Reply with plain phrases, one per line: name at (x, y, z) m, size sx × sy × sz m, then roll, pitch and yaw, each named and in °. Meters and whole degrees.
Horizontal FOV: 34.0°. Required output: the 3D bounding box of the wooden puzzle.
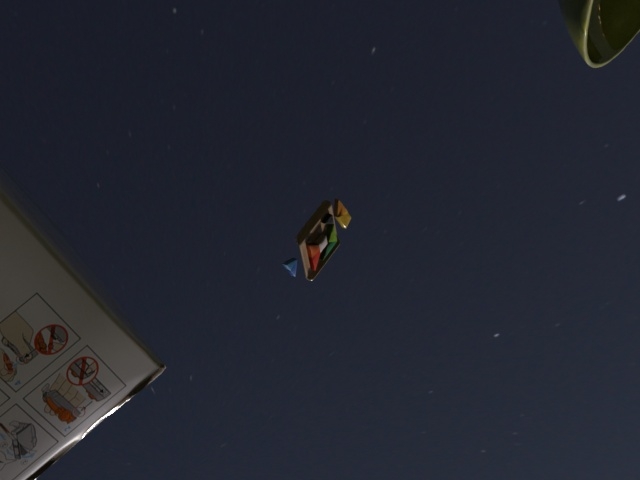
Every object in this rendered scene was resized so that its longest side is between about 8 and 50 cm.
wooden puzzle at (0.000, 0.000, 1.182) m, size 0.014 × 0.078 × 0.116 m, roll 20°, pitch -117°, yaw 29°

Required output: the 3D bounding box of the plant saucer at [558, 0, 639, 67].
plant saucer at (0.188, -0.210, 0.565) m, size 0.037 × 0.241 × 0.241 m, roll 31°, pitch -105°, yaw 19°

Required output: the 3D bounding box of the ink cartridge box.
ink cartridge box at (-0.264, -0.041, 0.592) m, size 0.130 × 0.272 × 0.309 m, roll -40°, pitch -52°, yaw -8°
